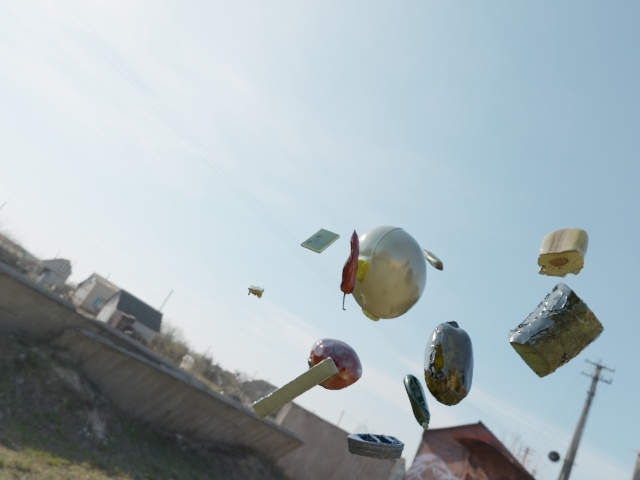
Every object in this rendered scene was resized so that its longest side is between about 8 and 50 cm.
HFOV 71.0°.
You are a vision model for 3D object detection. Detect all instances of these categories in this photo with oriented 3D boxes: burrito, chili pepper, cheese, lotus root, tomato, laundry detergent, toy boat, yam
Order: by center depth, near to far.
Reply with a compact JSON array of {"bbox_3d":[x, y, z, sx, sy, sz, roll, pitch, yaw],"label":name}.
[{"bbox_3d":[0.099,0.094,1.454,0.050,0.268,0.059,3,-14,43],"label":"chili pepper"},{"bbox_3d":[0.765,0.301,1.474,0.202,0.271,0.201,50,10,9],"label":"yam"},{"bbox_3d":[0.369,0.617,1.705,0.137,0.062,0.211,58,14,-24],"label":"laundry detergent"},{"bbox_3d":[0.522,0.484,1.824,0.195,0.398,0.179,31,-51,-4],"label":"lotus root"},{"bbox_3d":[-0.110,0.641,1.945,0.085,0.399,0.034,60,-3,20],"label":"cheese"},{"bbox_3d":[0.497,0.086,1.987,0.058,0.045,0.188,44,7,-24],"label":"burrito"},{"bbox_3d":[0.241,0.918,2.015,0.282,0.078,0.127,14,-4,-24],"label":"toy boat"},{"bbox_3d":[0.079,0.629,2.425,0.289,0.177,0.335,-4,24,-11],"label":"tomato"}]

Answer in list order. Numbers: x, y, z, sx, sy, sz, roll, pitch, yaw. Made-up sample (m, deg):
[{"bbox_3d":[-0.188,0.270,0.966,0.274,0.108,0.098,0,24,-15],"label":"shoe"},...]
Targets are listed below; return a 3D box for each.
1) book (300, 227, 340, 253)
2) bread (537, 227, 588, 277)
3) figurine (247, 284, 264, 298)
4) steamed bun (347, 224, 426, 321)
[{"bbox_3d":[0.000,-0.001,1.416,0.077,0.111,0.014,21,-49,31],"label":"book"},{"bbox_3d":[0.743,0.035,1.371,0.134,0.173,0.085,-13,-68,45],"label":"bread"},{"bbox_3d":[-0.298,0.240,2.081,0.083,0.047,0.051,13,-65,21],"label":"figurine"},{"bbox_3d":[0.254,0.126,1.743,0.333,0.334,0.374,14,-48,37],"label":"steamed bun"}]
